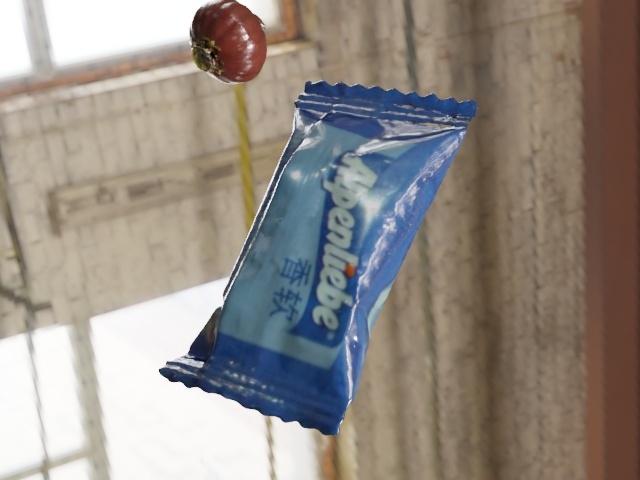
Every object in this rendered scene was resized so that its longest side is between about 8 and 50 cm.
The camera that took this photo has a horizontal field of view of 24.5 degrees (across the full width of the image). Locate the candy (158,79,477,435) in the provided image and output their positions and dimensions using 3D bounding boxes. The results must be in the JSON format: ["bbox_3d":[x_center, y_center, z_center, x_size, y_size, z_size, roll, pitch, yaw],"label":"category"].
[{"bbox_3d":[0.000,0.000,1.302,0.187,0.331,0.077,14,-19,26],"label":"candy"}]

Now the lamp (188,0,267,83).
[{"bbox_3d":[-0.104,-0.226,1.667,0.101,0.090,0.101,35,-33,27],"label":"lamp"}]
